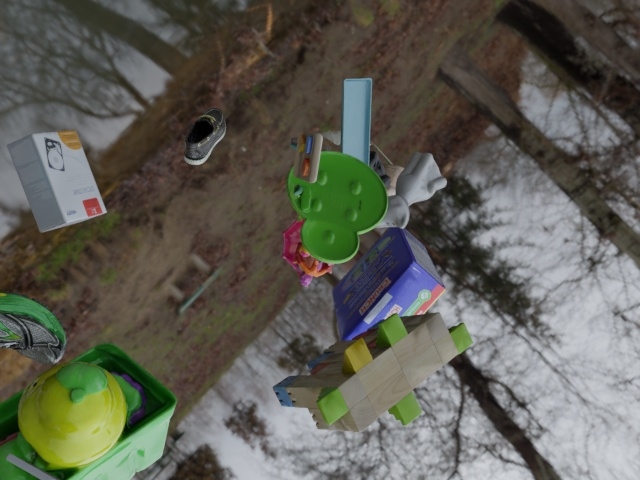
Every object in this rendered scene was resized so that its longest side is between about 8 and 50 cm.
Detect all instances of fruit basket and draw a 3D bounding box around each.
[{"bbox_3d":[-0.453,0.318,1.345,0.392,0.283,0.391,-32,137,-36],"label":"fruit basket"}]

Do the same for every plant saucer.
[{"bbox_3d":[0.065,-0.213,1.459,0.067,0.191,0.018,-10,-160,-35],"label":"plant saucer"}]

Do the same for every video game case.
[{"bbox_3d":[-0.402,0.352,1.127,0.011,0.087,0.122,-61,160,-23],"label":"video game case"}]

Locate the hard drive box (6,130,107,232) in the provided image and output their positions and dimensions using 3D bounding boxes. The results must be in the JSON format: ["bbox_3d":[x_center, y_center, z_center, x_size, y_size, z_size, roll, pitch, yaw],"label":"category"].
[{"bbox_3d":[-0.665,-0.154,1.935,0.089,0.232,0.181,-18,-174,20],"label":"hard drive box"}]

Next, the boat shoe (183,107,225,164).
[{"bbox_3d":[-0.314,-0.302,2.095,0.227,0.081,0.068,-74,172,-45],"label":"boat shoe"}]

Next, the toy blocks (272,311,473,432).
[{"bbox_3d":[0.084,0.263,1.546,0.382,0.190,0.261,-30,-172,-33],"label":"toy blocks"}]

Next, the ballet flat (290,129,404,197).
[{"bbox_3d":[0.071,-0.195,1.784,0.106,0.316,0.107,-58,154,1],"label":"ballet flat"}]

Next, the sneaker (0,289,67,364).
[{"bbox_3d":[-0.615,0.165,1.387,0.134,0.344,0.146,-20,-125,27],"label":"sneaker"}]

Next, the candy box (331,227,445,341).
[{"bbox_3d":[0.161,0.125,1.913,0.268,0.122,0.317,-49,-166,14],"label":"candy box"}]

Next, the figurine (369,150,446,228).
[{"bbox_3d":[0.121,-0.092,1.552,0.215,0.092,0.209,6,-141,33],"label":"figurine"}]

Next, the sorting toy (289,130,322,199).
[{"bbox_3d":[-0.020,-0.085,0.886,0.062,0.012,0.083,-153,-110,-65],"label":"sorting toy"}]

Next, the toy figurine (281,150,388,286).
[{"bbox_3d":[0.000,0.000,0.984,0.159,0.130,0.173,113,-12,-52],"label":"toy figurine"}]
